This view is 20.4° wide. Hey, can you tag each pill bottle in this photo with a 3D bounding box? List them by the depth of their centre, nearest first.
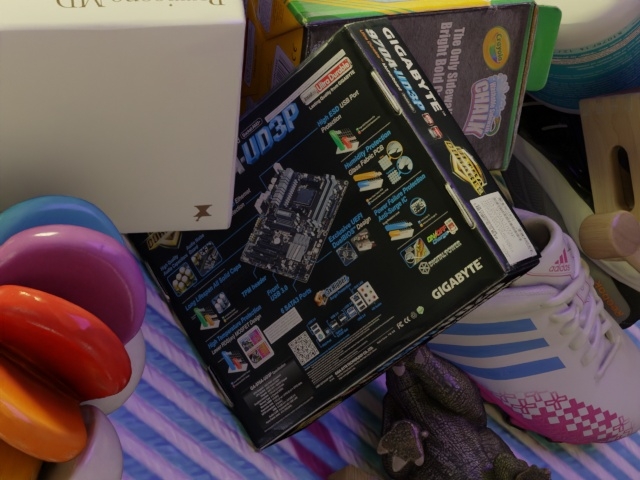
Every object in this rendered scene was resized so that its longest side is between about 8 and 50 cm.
[{"bbox_3d":[0.202,-0.186,1.386,0.146,0.146,0.264,64,7,19],"label":"pill bottle"}]

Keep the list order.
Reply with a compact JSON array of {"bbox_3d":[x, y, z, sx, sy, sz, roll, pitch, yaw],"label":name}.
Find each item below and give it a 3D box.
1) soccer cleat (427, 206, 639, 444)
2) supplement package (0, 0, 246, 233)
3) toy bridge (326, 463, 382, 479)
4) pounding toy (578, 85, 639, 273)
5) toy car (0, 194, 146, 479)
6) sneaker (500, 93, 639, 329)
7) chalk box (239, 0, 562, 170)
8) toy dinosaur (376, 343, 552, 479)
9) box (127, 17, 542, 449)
[{"bbox_3d":[0.156,0.055,1.288,0.331,0.143,0.116,27,47,-33],"label":"soccer cleat"},{"bbox_3d":[-0.146,-0.166,1.037,0.178,0.175,0.293,-3,52,-9],"label":"supplement package"},{"bbox_3d":[0.036,0.229,1.080,0.063,0.026,0.188,31,38,-32],"label":"toy bridge"},{"bbox_3d":[0.249,-0.024,1.344,0.206,0.094,0.181,-15,98,-41],"label":"pounding toy"},{"bbox_3d":[-0.150,0.049,0.916,0.159,0.136,0.182,36,35,-23],"label":"toy car"},{"bbox_3d":[0.192,-0.038,1.484,0.100,0.108,0.271,-6,52,-39],"label":"sneaker"},{"bbox_3d":[0.057,-0.127,1.192,0.213,0.132,0.132,-7,36,-22],"label":"chalk box"},{"bbox_3d":[0.086,0.141,1.167,0.313,0.121,0.160,49,-4,16],"label":"toy dinosaur"},{"bbox_3d":[0.000,0.000,1.077,0.051,0.220,0.175,-17,72,-56],"label":"box"}]
